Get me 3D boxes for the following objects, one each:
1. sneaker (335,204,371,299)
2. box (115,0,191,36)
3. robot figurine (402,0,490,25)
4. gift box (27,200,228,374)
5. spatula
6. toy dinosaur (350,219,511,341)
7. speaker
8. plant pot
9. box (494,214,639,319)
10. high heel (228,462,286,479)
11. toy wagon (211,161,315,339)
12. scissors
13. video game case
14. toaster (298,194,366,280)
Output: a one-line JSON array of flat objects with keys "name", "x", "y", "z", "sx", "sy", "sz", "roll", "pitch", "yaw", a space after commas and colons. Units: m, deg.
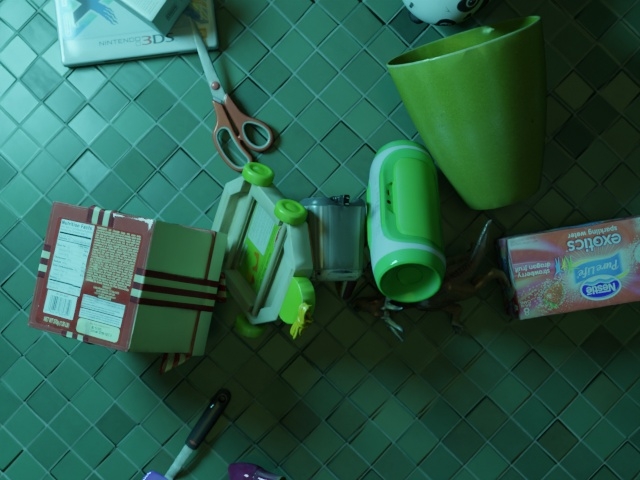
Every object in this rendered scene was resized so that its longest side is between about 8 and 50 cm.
[{"name": "sneaker", "x": 0.085, "y": 0.027, "z": 1.666, "sx": 0.084, "sy": 0.069, "sz": 0.185, "roll": 12, "pitch": 101, "yaw": -16}, {"name": "box", "x": -0.334, "y": -0.464, "z": 1.608, "sx": 0.170, "sy": 0.130, "sz": 0.091, "roll": 36, "pitch": 91, "yaw": 0}, {"name": "robot figurine", "x": 0.252, "y": -0.488, "z": 1.580, "sx": 0.173, "sy": 0.278, "sz": 0.209, "roll": 16, "pitch": 131, "yaw": 29}, {"name": "gift box", "x": -0.333, "y": 0.086, "z": 1.556, "sx": 0.255, "sy": 0.258, "sz": 0.276, "roll": 15, "pitch": 91, "yaw": 26}, {"name": "spatula", "x": -0.258, "y": 0.408, "z": 1.689, "sx": 0.084, "sy": 0.030, "sz": 0.296, "roll": 35, "pitch": 90, "yaw": 0}, {"name": "toy dinosaur", "x": 0.202, "y": 0.086, "z": 1.591, "sx": 0.200, "sy": 0.296, "sz": 0.127, "roll": -4, "pitch": 59, "yaw": -36}, {"name": "speaker", "x": 0.149, "y": -0.039, "z": 1.560, "sx": 0.131, "sy": 0.131, "sz": 0.296, "roll": 1, "pitch": 47, "yaw": 1}, {"name": "plant pot", "x": 0.291, "y": -0.215, "z": 1.588, "sx": 0.275, "sy": 0.275, "sz": 0.293, "roll": -19, "pitch": 106, "yaw": 1}, {"name": "box", "x": 0.483, "y": 0.046, "z": 1.623, "sx": 0.300, "sy": 0.142, "sz": 0.154, "roll": -9, "pitch": 91, "yaw": 1}, {"name": "high heel", "x": -0.129, "y": 0.540, "z": 1.677, "sx": 0.117, "sy": 0.082, "sz": 0.244, "roll": 9, "pitch": 104, "yaw": 29}, {"name": "toy wagon", "x": -0.092, "y": 0.041, "z": 1.557, "sx": 0.068, "sy": 0.344, "sz": 0.267, "roll": -3, "pitch": 127, "yaw": -36}, {"name": "scissors", "x": -0.199, "y": -0.269, "z": 1.677, "sx": 0.109, "sy": 0.021, "sz": 0.297, "roll": -34, "pitch": 98, "yaw": 4}, {"name": "video game case", "x": -0.359, "y": -0.509, "z": 1.690, "sx": 0.300, "sy": 0.036, "sz": 0.329, "roll": -7, "pitch": 90, "yaw": 1}, {"name": "toaster", "x": 0.000, "y": 0.000, "z": 1.592, "sx": 0.129, "sy": 0.227, "sz": 0.146, "roll": 0, "pitch": 87, "yaw": -33}]
